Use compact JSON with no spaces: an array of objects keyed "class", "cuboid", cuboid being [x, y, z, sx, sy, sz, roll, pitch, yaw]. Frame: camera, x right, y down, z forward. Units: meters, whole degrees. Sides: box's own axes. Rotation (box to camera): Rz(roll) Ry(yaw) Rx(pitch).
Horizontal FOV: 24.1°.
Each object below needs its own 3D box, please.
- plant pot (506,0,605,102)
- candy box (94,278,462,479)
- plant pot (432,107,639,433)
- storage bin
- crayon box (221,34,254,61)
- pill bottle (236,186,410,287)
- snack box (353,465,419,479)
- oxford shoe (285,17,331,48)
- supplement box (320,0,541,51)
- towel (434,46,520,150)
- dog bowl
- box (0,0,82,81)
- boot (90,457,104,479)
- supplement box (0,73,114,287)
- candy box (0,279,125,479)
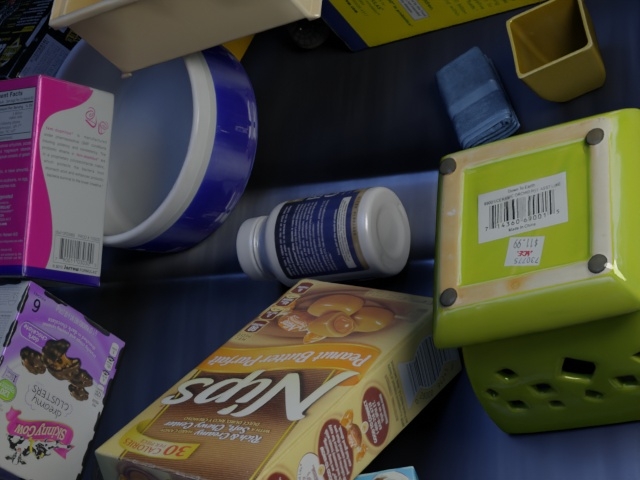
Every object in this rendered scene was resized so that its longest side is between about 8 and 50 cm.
[{"class":"plant pot","cuboid":[0.247,-0.187,1.522,0.081,0.083,0.081,-23,50,22]},{"class":"candy box","cuboid":[-0.031,0.155,1.389,0.183,0.087,0.316,7,32,39]},{"class":"plant pot","cuboid":[0.221,0.021,1.321,0.228,0.207,0.227,-14,55,29]},{"class":"storage bin","cuboid":[-0.128,-0.333,1.591,0.262,0.123,0.260,-13,56,30]},{"class":"crayon box","cuboid":[-0.147,-0.336,1.901,0.202,0.081,0.318,16,71,41]},{"class":"pill bottle","cuboid":[0.000,0.000,1.568,0.169,0.094,0.094,-8,57,31]},{"class":"snack box","cuboid":[0.015,0.366,1.292,0.187,0.060,0.322,-11,58,7]},{"class":"oxford shoe","cuboid":[-0.001,-0.336,1.800,0.083,0.096,0.227,-9,77,37]},{"class":"supplement box","cuboid":[0.149,-0.374,1.637,0.356,0.195,0.194,-12,56,29]},{"class":"towel","cuboid":[0.165,-0.147,1.592,0.067,0.029,0.119,-30,49,16]},{"class":"dog bowl","cuboid":[-0.200,-0.120,1.723,0.265,0.104,0.265,-8,78,38]},{"class":"box","cuboid":[-0.357,-0.295,1.957,0.257,0.079,0.322,-61,27,-11]},{"class":"boot","cuboid":[-0.114,0.328,1.430,0.222,0.118,0.338,-10,64,19]},{"class":"supplement box","cuboid":[-0.311,-0.063,1.664,0.114,0.111,0.220,0,82,40]},{"class":"candy box","cuboid":[-0.316,0.166,1.634,0.070,0.165,0.196,-1,62,37]}]
